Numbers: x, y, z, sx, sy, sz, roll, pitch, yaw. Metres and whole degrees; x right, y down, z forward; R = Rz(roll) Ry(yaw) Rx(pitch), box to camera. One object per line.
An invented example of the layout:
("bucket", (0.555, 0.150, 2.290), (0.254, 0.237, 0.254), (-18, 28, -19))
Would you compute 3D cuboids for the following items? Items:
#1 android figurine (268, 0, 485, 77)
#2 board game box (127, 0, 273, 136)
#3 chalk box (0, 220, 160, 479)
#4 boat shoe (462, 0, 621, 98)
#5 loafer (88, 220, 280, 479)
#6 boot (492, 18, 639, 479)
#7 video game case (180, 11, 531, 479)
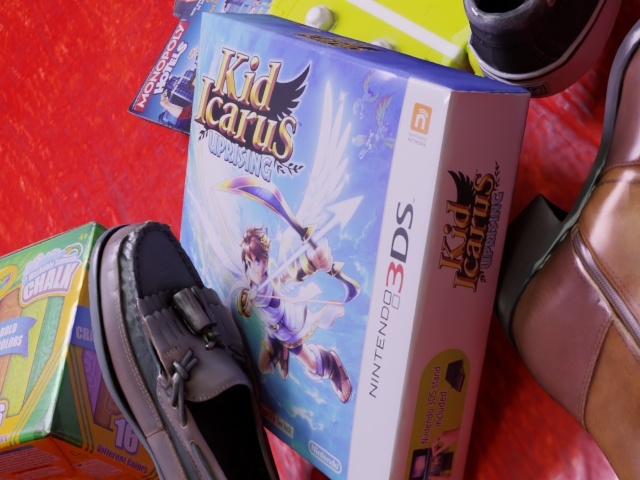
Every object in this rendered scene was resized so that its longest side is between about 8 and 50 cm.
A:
("android figurine", (0.064, -0.187, 0.927), (0.248, 0.056, 0.273), (38, 91, 35))
("board game box", (-0.071, -0.169, 1.089), (0.194, 0.060, 0.194), (24, 83, 53))
("chalk box", (-0.171, 0.077, 0.965), (0.132, 0.132, 0.213), (-21, 51, 37))
("boat shoe", (0.154, -0.243, 0.806), (0.113, 0.105, 0.306), (17, 74, 30))
("loafer", (-0.061, 0.110, 0.793), (0.084, 0.096, 0.267), (-19, 86, 38))
("boot", (0.207, 0.023, 0.611), (0.264, 0.096, 0.280), (-50, 38, 19))
("video game case", (0.000, 0.000, 0.808), (0.269, 0.061, 0.244), (27, 113, 52))
